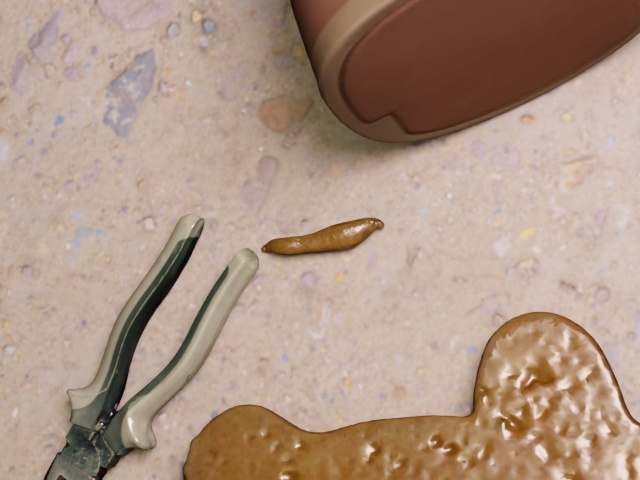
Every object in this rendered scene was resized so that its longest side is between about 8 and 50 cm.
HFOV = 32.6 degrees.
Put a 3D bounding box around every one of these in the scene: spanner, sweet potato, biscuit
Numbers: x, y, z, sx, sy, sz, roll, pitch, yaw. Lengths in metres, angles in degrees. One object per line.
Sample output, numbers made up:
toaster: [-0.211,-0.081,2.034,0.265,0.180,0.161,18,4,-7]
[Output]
spanner: [-0.168,0.132,0.980,0.095,0.040,0.325,33,93,17]
sweet potato: [0.000,0.000,0.953,0.115,0.026,0.026,-11,81,14]
biscuit: [0.100,0.271,0.861,0.394,0.076,0.368,-19,69,12]

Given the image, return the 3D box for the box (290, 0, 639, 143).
box: [0.100,-0.235,0.822,0.301,0.301,0.216,-25,70,12]
